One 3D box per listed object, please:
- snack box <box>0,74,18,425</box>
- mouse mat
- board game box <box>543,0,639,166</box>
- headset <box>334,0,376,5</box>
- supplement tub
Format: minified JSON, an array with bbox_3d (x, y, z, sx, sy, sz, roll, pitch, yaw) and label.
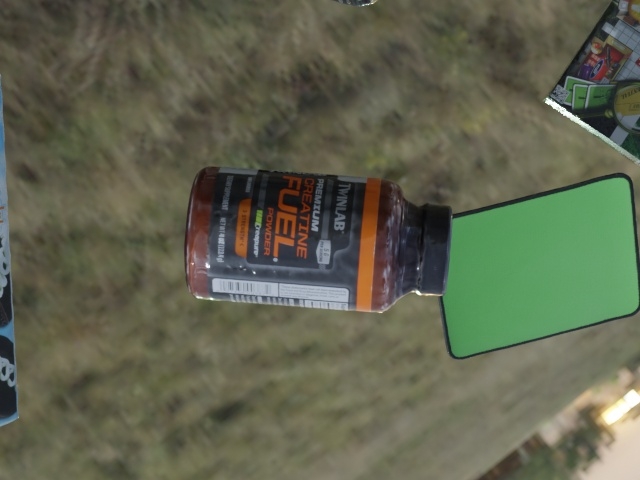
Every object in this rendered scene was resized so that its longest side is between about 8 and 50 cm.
[{"bbox_3d":[-0.332,-0.015,1.245,0.060,0.187,0.322,-22,128,-38],"label":"snack box"},{"bbox_3d":[0.195,0.025,1.330,0.189,0.152,0.007,-14,-150,-6],"label":"mouse mat"},{"bbox_3d":[0.346,-0.206,1.466,0.260,0.136,0.030,-56,-178,-7],"label":"board game box"},{"bbox_3d":[-0.086,-0.424,1.915,0.185,0.394,0.243,-55,-167,-13],"label":"headset"},{"bbox_3d":[0.000,0.000,1.134,0.198,0.106,0.106,4,167,3],"label":"supplement tub"}]
